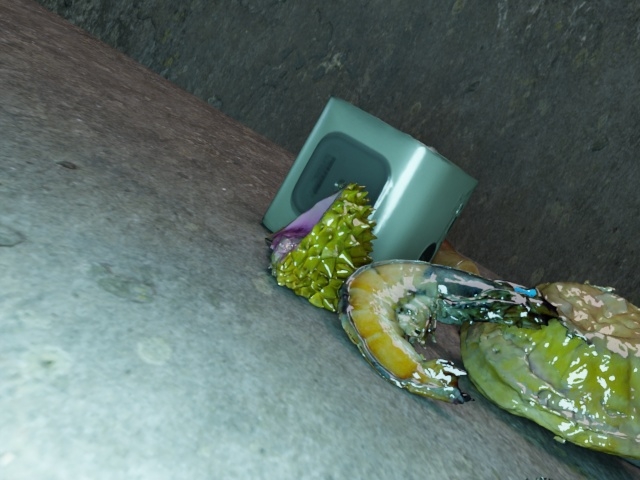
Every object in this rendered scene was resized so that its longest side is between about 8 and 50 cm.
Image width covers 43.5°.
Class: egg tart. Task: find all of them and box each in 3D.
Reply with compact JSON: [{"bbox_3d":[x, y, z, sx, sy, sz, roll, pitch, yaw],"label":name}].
[{"bbox_3d":[0.369,0.155,1.097,0.351,0.150,0.352,10,23,-4],"label":"egg tart"}]

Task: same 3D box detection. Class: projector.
[{"bbox_3d":[0.086,-0.068,1.368,0.248,0.249,0.248,34,8,28],"label":"projector"}]

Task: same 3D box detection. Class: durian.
[{"bbox_3d":[0.015,0.000,1.096,0.153,0.187,0.260,23,22,-7],"label":"durian"}]

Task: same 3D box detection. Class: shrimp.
[{"bbox_3d":[0.165,0.107,0.954,0.290,0.054,0.222,4,37,-12],"label":"shrimp"}]

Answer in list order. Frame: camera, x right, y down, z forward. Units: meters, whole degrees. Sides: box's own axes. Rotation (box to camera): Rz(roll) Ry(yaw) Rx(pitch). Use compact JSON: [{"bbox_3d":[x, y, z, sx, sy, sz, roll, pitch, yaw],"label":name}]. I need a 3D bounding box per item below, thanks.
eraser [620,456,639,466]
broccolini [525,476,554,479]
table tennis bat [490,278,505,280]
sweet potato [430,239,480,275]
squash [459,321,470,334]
[{"bbox_3d":[0.519,0.314,1.248,0.352,0.077,0.111,29,11,-15],"label":"eraser"},{"bbox_3d":[0.133,0.221,0.597,0.201,0.058,0.074,4,9,-38],"label":"broccolini"},{"bbox_3d":[0.181,0.085,1.200,0.201,0.033,0.124,-8,-3,16],"label":"table tennis bat"},{"bbox_3d":[0.160,0.018,1.545,0.131,0.131,0.336,21,13,-49],"label":"sweet potato"},{"bbox_3d":[0.358,0.187,1.437,0.220,0.133,0.220,35,-7,5],"label":"squash"}]
